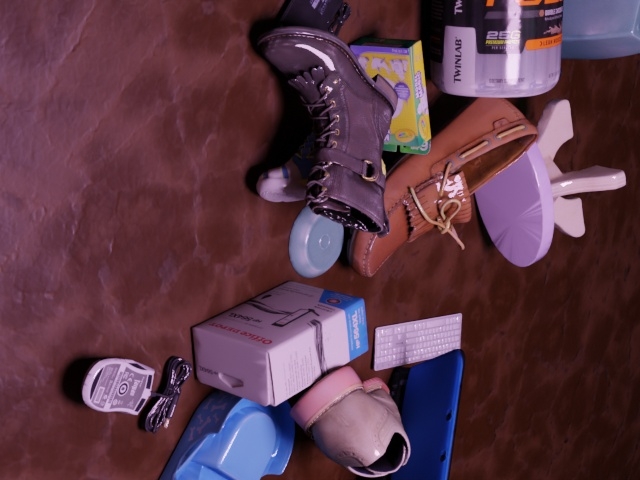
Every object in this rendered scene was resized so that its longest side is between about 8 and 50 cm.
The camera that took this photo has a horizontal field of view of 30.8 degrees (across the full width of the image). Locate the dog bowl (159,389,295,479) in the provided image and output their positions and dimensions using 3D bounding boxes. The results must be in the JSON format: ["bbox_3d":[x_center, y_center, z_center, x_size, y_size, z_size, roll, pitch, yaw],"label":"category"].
[{"bbox_3d":[-0.146,0.336,1.615,0.166,0.074,0.297,45,66,-47],"label":"dog bowl"}]

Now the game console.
[{"bbox_3d":[0.190,0.357,1.895,0.250,0.173,0.293,44,50,-48],"label":"game console"}]

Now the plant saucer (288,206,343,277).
[{"bbox_3d":[0.000,0.000,1.734,0.119,0.021,0.119,-19,116,-46],"label":"plant saucer"}]

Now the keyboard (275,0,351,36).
[{"bbox_3d":[0.002,-0.335,1.638,0.108,0.023,0.180,42,69,-41],"label":"keyboard"}]

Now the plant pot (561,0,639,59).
[{"bbox_3d":[0.466,-0.405,2.013,0.165,0.234,0.165,10,92,-52],"label":"plant pot"}]

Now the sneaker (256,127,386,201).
[{"bbox_3d":[-0.007,-0.125,1.657,0.240,0.091,0.126,-9,89,-49],"label":"sneaker"}]

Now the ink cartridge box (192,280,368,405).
[{"bbox_3d":[-0.054,0.138,1.607,0.203,0.148,0.085,-25,118,-46],"label":"ink cartridge box"}]

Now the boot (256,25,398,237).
[{"bbox_3d":[0.011,-0.143,1.558,0.263,0.091,0.229,28,58,-31],"label":"boot"}]

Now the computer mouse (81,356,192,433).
[{"bbox_3d":[-0.244,0.184,1.478,0.193,0.042,0.106,29,83,-56],"label":"computer mouse"}]

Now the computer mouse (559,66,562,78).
[{"bbox_3d":[0.346,-0.317,2.046,0.242,0.071,0.041,10,53,-48],"label":"computer mouse"}]

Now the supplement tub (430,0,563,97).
[{"bbox_3d":[0.274,-0.402,1.801,0.207,0.207,0.337,-21,116,-46],"label":"supplement tub"}]

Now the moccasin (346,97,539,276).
[{"bbox_3d":[0.191,-0.074,1.812,0.380,0.147,0.139,-39,154,-24],"label":"moccasin"}]

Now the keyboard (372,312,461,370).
[{"bbox_3d":[0.170,0.172,1.999,0.256,0.014,0.072,-4,104,-50],"label":"keyboard"}]

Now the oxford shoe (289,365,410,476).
[{"bbox_3d":[0.062,0.292,1.716,0.140,0.146,0.397,-41,163,4],"label":"oxford shoe"}]

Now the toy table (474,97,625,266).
[{"bbox_3d":[0.380,-0.107,2.010,0.161,0.252,0.274,-23,125,-28],"label":"toy table"}]

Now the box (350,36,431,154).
[{"bbox_3d":[0.106,-0.210,1.733,0.043,0.105,0.179,-41,130,-44],"label":"box"}]
